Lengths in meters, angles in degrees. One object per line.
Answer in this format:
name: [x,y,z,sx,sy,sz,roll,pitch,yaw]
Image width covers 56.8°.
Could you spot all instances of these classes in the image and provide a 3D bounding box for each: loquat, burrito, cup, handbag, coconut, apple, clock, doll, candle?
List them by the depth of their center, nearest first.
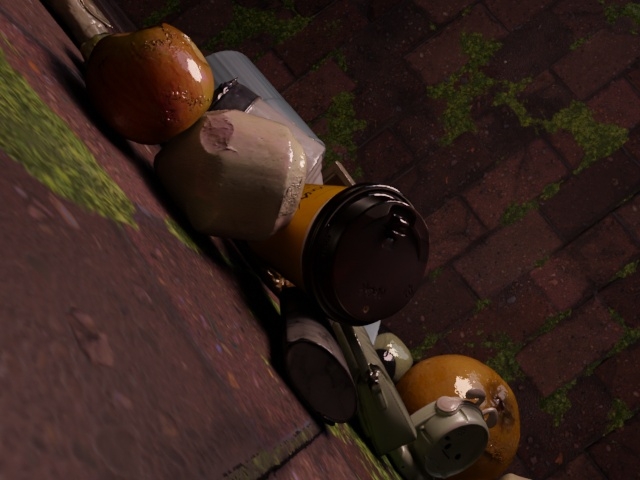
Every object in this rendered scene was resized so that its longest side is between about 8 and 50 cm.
apple: [-0.197,-0.182,0.677,0.146,0.146,0.146,54,0,0]
coconut: [-0.115,-0.086,0.744,0.183,0.171,0.171,13,13,-15]
cup: [0.008,0.001,0.855,0.280,0.196,0.196,20,-28,52]
burrito: [-0.385,-0.375,0.856,0.226,0.060,0.087,55,5,-23]
handbag: [0.059,0.193,0.937,0.256,0.079,0.219,-124,-170,-77]
clock: [0.212,0.329,0.986,0.151,0.191,0.062,53,0,-35]
candle: [-0.080,-0.125,1.054,0.330,0.187,0.187,36,2,-7]
loquat: [0.266,0.357,1.179,0.263,0.263,0.263,54,0,0]
doll: [0.111,0.246,1.341,0.234,0.135,0.143,49,-5,37]
cup: [-0.175,-0.250,1.429,0.311,0.257,0.331,52,1,14]

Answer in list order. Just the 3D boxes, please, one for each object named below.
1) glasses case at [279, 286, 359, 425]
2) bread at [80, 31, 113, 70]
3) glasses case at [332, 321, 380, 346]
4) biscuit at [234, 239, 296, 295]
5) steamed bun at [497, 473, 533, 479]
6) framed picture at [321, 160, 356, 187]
glasses case: [-0.012,0.133,0.778,0.114,0.060,0.299,56,0,-8]
bread: [-0.262,-0.209,0.806,0.156,0.064,0.117,52,-3,-39]
glasses case: [0.066,0.168,1.198,0.105,0.056,0.266,48,21,-5]
biscuit: [-0.111,0.017,1.094,0.226,0.042,0.226,52,0,0]
steamed bun: [0.377,0.549,1.078,0.155,0.200,0.250,35,2,-30]
framed picture: [0.000,0.000,1.200,0.211,0.289,0.020,54,37,-1]
